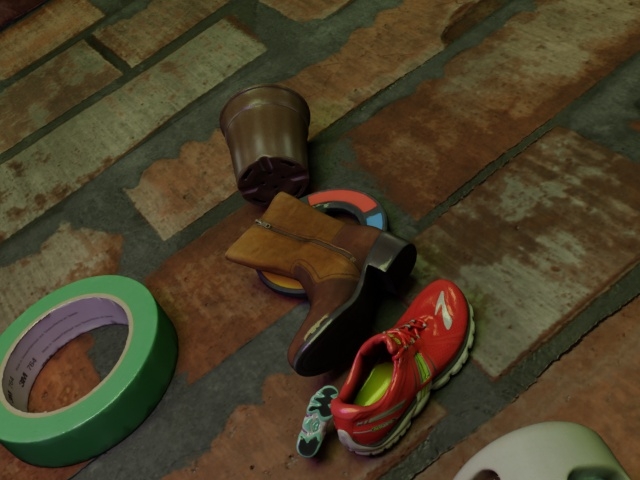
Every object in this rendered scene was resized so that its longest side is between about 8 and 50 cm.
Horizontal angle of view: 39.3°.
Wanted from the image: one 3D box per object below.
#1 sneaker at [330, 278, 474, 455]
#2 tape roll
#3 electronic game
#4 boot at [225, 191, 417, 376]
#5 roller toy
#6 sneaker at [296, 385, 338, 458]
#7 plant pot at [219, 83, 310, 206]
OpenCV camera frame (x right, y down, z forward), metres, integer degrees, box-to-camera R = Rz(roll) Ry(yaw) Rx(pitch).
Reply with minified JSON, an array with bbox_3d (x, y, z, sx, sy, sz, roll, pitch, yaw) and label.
[{"bbox_3d":[0.110,0.149,1.171,0.107,0.118,0.279,14,55,37],"label":"sneaker"},{"bbox_3d":[-0.385,0.198,1.417,0.321,0.077,0.321,-15,43,14],"label":"tape roll"},{"bbox_3d":[0.000,0.000,1.438,0.229,0.048,0.229,-15,42,14],"label":"electronic game"},{"bbox_3d":[-0.041,0.051,1.320,0.280,0.096,0.264,21,65,35],"label":"boot"},{"bbox_3d":[0.230,0.294,0.902,0.209,0.191,0.146,-27,42,0],"label":"roller toy"},{"bbox_3d":[-0.005,0.239,1.185,0.038,0.069,0.098,26,79,5],"label":"sneaker"},{"bbox_3d":[-0.091,-0.159,1.574,0.166,0.167,0.165,-18,48,10],"label":"plant pot"}]
